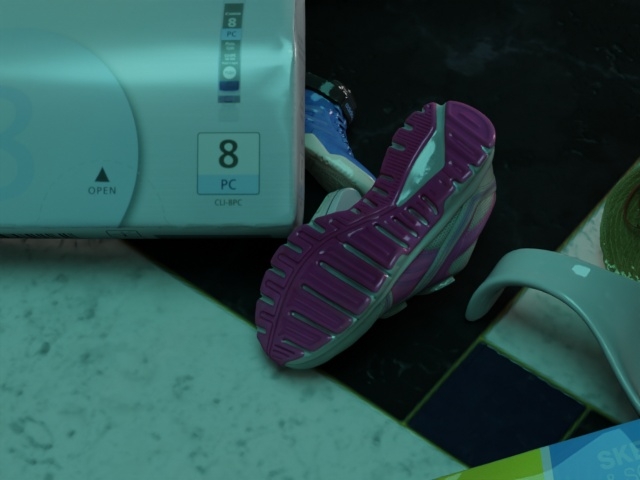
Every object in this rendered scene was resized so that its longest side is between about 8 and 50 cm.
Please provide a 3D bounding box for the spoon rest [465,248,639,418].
[{"bbox_3d":[0.243,0.082,1.164,0.276,0.084,0.137,26,56,21],"label":"spoon rest"}]

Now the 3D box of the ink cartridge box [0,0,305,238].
[{"bbox_3d":[-0.168,-0.194,1.251,0.308,0.091,0.384,0,87,5],"label":"ink cartridge box"}]

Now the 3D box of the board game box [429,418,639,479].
[{"bbox_3d":[0.152,0.262,1.000,0.317,0.064,0.242,-15,65,-11],"label":"board game box"}]

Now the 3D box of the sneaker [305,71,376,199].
[{"bbox_3d":[0.012,-0.095,1.324,0.152,0.058,0.084,34,67,32],"label":"sneaker"}]

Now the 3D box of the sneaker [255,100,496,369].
[{"bbox_3d":[0.058,0.013,1.211,0.252,0.111,0.103,-44,53,-4],"label":"sneaker"}]

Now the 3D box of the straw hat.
[{"bbox_3d":[0.303,0.002,1.239,0.144,0.144,0.061,39,19,27],"label":"straw hat"}]

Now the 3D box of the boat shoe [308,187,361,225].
[{"bbox_3d":[0.000,0.000,1.265,0.035,0.035,0.100,-4,57,52],"label":"boat shoe"}]
